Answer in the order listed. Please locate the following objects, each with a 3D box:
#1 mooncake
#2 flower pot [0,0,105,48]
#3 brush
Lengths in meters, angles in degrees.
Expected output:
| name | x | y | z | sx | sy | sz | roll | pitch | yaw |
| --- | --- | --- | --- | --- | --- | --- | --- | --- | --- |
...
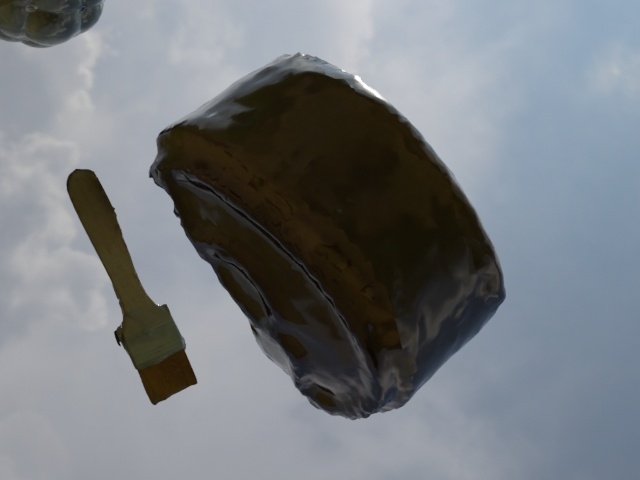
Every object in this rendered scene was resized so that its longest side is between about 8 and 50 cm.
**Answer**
| name | x | y | z | sx | sy | sz | roll | pitch | yaw |
| --- | --- | --- | --- | --- | --- | --- | --- | --- | --- |
| mooncake | 0.000 | 0.000 | 1.092 | 0.246 | 0.393 | 0.394 | -42 | -94 | -19 |
| flower pot | -0.456 | -0.429 | 1.558 | 0.246 | 0.195 | 0.246 | -3 | -100 | 15 |
| brush | -0.252 | 0.059 | 1.274 | 0.020 | 0.085 | 0.337 | 23 | -44 | 63 |
